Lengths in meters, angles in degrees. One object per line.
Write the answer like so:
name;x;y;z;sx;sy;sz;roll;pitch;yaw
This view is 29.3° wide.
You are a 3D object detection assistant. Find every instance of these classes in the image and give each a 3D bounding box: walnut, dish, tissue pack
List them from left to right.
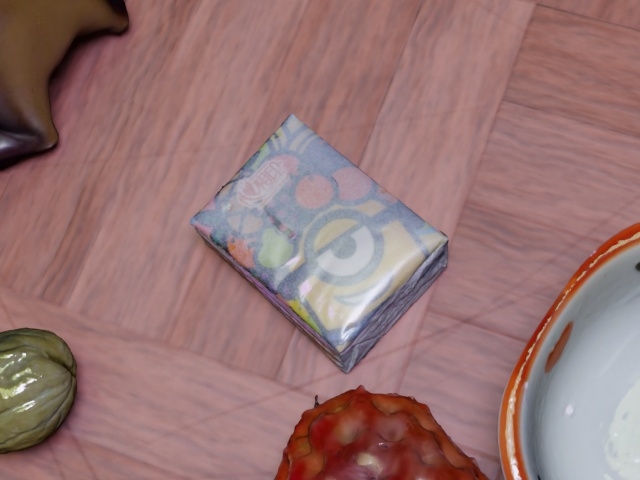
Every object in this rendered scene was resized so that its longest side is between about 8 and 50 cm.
walnut;-0.206;0.101;0.832;0.092;0.092;0.092;-3;71;8
tissue pack;0.000;0.000;0.845;0.148;0.060;0.108;41;80;18
dish;0.235;0.119;0.739;0.256;0.117;0.256;-2;70;7

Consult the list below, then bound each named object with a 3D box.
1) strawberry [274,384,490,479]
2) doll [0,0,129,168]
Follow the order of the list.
strawberry;0.064;0.232;0.711;0.253;0.150;0.280;13;75;12
doll;-0.338;-0.164;0.898;0.339;0.209;0.318;18;42;12
